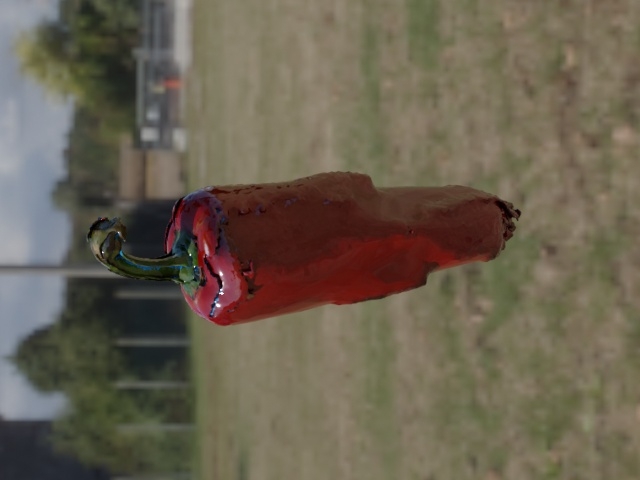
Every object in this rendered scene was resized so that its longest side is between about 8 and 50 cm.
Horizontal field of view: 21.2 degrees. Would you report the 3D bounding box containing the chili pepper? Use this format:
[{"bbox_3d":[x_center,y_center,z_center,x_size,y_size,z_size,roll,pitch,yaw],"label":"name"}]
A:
[{"bbox_3d":[0.000,0.000,1.295,0.110,0.387,0.110,24,117,58],"label":"chili pepper"}]
